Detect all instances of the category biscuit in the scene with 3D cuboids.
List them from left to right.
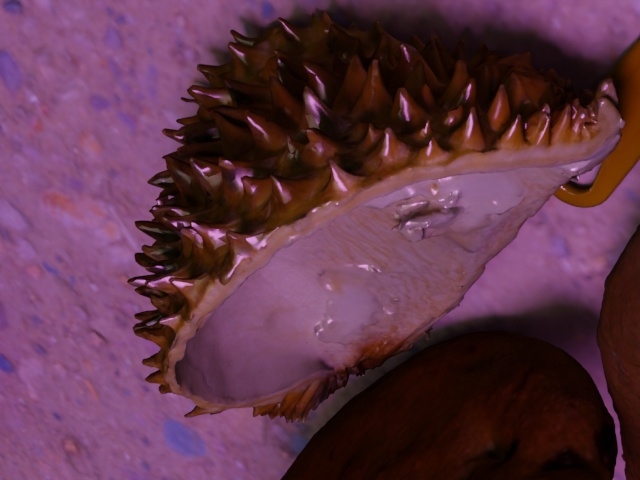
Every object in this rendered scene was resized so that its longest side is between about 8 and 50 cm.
[{"bbox_3d":[0.025,0.118,0.645,0.036,0.212,0.212,40,141,-22],"label":"biscuit"}]

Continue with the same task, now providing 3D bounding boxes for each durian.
[{"bbox_3d":[0.000,0.000,0.638,0.139,0.144,0.252,25,134,-8],"label":"durian"}]

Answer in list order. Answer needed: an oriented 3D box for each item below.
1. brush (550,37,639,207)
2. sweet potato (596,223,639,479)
[{"bbox_3d":[0.125,-0.072,0.551,0.083,0.011,0.205,38,139,4],"label":"brush"},{"bbox_3d":[0.131,0.033,0.598,0.067,0.067,0.274,18,140,25],"label":"sweet potato"}]
